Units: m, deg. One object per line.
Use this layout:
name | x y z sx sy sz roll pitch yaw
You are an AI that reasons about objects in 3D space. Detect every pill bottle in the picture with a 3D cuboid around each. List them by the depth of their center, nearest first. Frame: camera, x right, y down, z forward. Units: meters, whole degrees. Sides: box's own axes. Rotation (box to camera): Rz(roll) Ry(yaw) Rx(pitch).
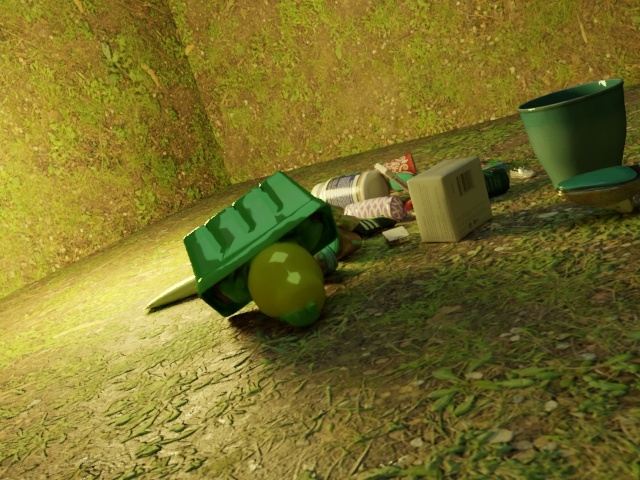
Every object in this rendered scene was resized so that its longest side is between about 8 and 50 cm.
pill bottle | 0.102 -0.158 2.296 0.264 0.153 0.153 -6 18 42

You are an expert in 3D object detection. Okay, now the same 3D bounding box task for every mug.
mug | 0.300 -0.273 2.605 0.169 0.113 0.150 -18 11 14

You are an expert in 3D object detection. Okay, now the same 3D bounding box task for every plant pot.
plant pot | 0.704 -0.277 1.757 0.271 0.255 0.272 -18 13 4

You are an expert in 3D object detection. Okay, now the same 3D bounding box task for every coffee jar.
coffee jar | 0.477 -0.160 1.970 0.184 0.079 0.096 -22 14 -16

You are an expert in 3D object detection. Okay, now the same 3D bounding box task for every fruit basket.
fruit basket | -0.101 0.065 1.524 0.391 0.392 0.283 -18 -21 2

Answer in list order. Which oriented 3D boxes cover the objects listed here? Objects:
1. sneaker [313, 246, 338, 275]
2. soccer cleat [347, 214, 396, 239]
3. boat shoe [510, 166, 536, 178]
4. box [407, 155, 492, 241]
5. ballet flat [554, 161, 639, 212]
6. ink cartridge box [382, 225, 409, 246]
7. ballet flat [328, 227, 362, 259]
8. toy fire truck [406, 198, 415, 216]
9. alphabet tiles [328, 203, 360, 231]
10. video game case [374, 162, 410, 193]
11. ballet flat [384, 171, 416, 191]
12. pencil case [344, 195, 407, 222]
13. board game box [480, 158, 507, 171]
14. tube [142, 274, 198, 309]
sneaker | -0.079 0.058 1.769 0.125 0.104 0.261 -31 18 -37
soccer cleat | 0.147 -0.038 1.966 0.178 0.072 0.060 -1 -18 -15
boat shoe | 0.652 -0.221 2.079 0.035 0.035 0.100 -23 14 -23
box | 0.346 -0.109 1.711 0.181 0.182 0.119 -29 19 -39
ballet flat | 0.712 -0.125 1.442 0.348 0.123 0.123 -19 13 10
ink cartridge box | 0.214 -0.008 1.809 0.062 0.029 0.115 -17 14 1
ballet flat | 0.000 0.000 1.923 0.124 0.116 0.342 -2 2 -36
toy fire truck | 0.323 -0.101 2.001 0.135 0.047 0.192 -29 16 -33
alphabet tiles | -0.034 -0.078 1.831 0.283 0.021 0.278 14 -10 -5
video game case | 0.275 -0.194 2.202 0.023 0.183 0.201 -53 11 7
ballet flat | 0.276 -0.221 2.511 0.221 0.077 0.079 -17 8 23
pencil case | 0.176 -0.093 2.085 0.206 0.087 0.088 -5 -8 40
board game box | 0.531 -0.237 2.297 0.211 0.039 0.160 -20 14 -3
tube | -0.422 0.150 1.954 0.240 0.062 0.070 -22 -27 2
